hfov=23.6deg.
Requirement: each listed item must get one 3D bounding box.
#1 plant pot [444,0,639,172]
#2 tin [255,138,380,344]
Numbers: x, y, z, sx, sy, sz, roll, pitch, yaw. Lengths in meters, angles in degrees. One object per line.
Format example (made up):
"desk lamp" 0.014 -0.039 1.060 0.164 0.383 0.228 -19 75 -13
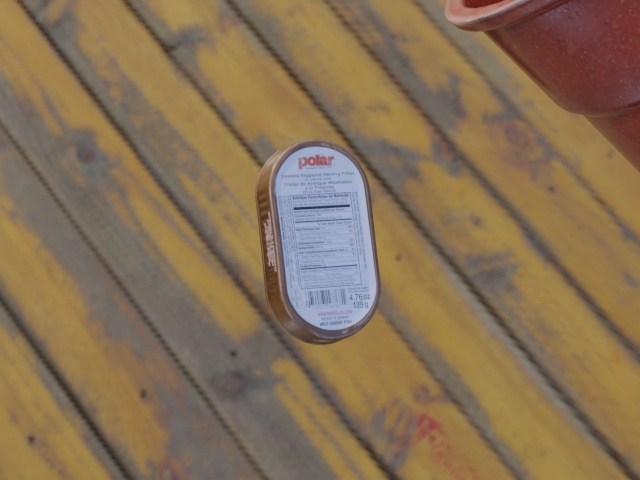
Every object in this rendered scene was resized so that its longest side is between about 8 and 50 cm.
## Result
"plant pot" 0.242 -0.087 0.678 0.265 0.272 0.272 49 53 -13
"tin" 0.000 0.000 1.403 0.106 0.040 0.189 -3 82 -27
